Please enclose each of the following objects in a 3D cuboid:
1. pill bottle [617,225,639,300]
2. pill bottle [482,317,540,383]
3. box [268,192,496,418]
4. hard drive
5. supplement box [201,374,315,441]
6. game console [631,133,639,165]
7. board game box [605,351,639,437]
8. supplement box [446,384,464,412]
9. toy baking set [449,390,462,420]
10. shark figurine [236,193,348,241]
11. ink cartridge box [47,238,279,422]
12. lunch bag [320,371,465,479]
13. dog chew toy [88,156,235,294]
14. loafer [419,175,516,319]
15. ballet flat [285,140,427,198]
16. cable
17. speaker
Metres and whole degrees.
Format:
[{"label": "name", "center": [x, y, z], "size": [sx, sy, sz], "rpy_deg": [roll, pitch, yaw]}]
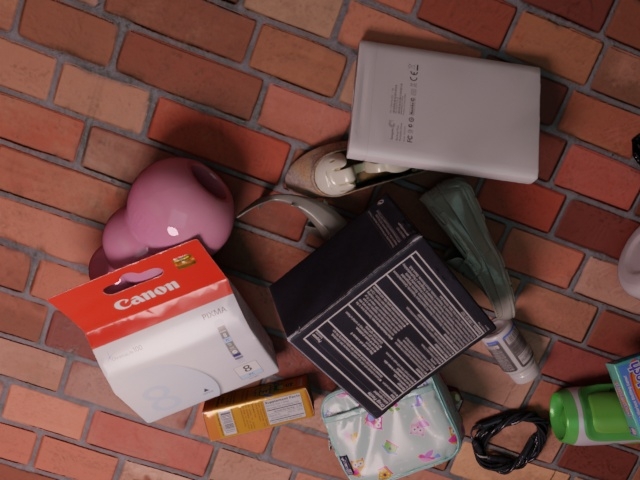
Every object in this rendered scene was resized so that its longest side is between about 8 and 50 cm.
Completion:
[{"label": "pill bottle", "center": [0.787, 0.087, 1.419], "size": [0.323, 0.181, 0.181], "rpy_deg": [24, 104, -9]}, {"label": "pill bottle", "center": [0.408, 0.237, 1.500], "size": [0.078, 0.078, 0.137], "rpy_deg": [-35, 105, 7]}, {"label": "box", "center": [0.113, 0.126, 1.315], "size": [0.294, 0.183, 0.296], "rpy_deg": [-39, 123, 6]}, {"label": "hard drive", "center": [0.235, -0.242, 1.318], "size": [0.353, 0.047, 0.233], "rpy_deg": [7, 74, -4]}, {"label": "supplement box", "center": [-0.132, 0.362, 1.515], "size": [0.233, 0.078, 0.080], "rpy_deg": [-12, 103, 0]}, {"label": "game console", "center": [0.688, -0.167, 1.401], "size": [0.122, 0.107, 0.071], "rpy_deg": [46, 128, -13]}, {"label": "board game box", "center": [0.723, 0.298, 1.451], "size": [0.210, 0.047, 0.160], "rpy_deg": [-19, 84, -2]}, {"label": "supplement box", "center": [0.278, 0.369, 1.545], "size": [0.043, 0.055, 0.083], "rpy_deg": [17, 104, -7]}, {"label": "toy baking set", "center": [0.194, 0.360, 1.532], "size": [0.256, 0.030, 0.197], "rpy_deg": [41, 105, 9]}, {"label": "shark figurine", "center": [-0.008, -0.023, 1.369], "size": [0.278, 0.116, 0.166], "rpy_deg": [36, 126, -17]}, {"label": "ink cartridge box", "center": [-0.289, 0.191, 1.361], "size": [0.308, 0.091, 0.385], "rpy_deg": [-22, 139, 4]}, {"label": "lunch bag", "center": [0.143, 0.379, 1.475], "size": [0.279, 0.108, 0.224], "rpy_deg": [-23, 89, 16]}, {"label": "dog chew toy", "center": [-0.320, -0.004, 1.345], "size": [0.332, 0.206, 0.206], "rpy_deg": [-42, 104, 17]}, {"label": "loafer", "center": [0.304, 0.025, 1.425], "size": [0.111, 0.112, 0.319], "rpy_deg": [-25, 98, 10]}, {"label": "ballet flat", "center": [0.082, -0.147, 1.361], "size": [0.316, 0.106, 0.107], "rpy_deg": [-16, 107, 3]}, {"label": "cable", "center": [0.436, 0.455, 1.580], "size": [0.184, 0.047, 0.150], "rpy_deg": [-21, 106, 3]}, {"label": "speaker", "center": [0.664, 0.378, 1.527], "size": [0.296, 0.131, 0.131], "rpy_deg": [-2, 106, -2]}]
